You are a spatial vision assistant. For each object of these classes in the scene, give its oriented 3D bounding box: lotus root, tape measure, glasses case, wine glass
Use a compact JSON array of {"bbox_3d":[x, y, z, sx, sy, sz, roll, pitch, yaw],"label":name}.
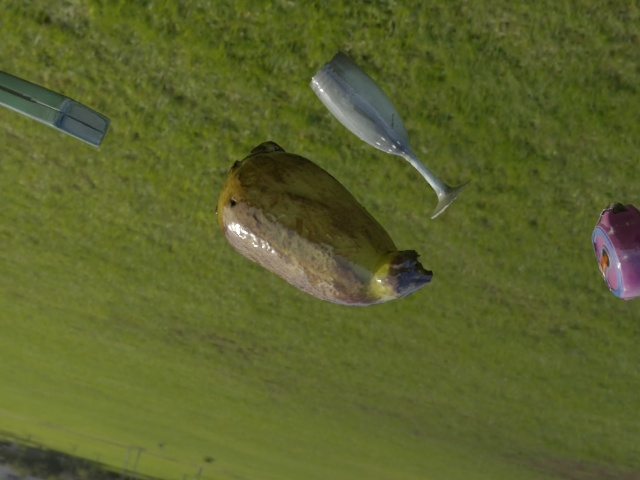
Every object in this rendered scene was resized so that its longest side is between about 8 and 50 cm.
[{"bbox_3d":[0.000,0.000,0.621,0.190,0.094,0.108,39,-154,32],"label":"lotus root"},{"bbox_3d":[0.407,0.014,1.079,0.074,0.125,0.118,-18,154,5],"label":"tape measure"},{"bbox_3d":[-0.345,-0.167,1.005,0.184,0.039,0.078,23,179,33],"label":"glasses case"},{"bbox_3d":[0.071,-0.113,0.871,0.198,0.066,0.066,45,157,-2],"label":"wine glass"}]
